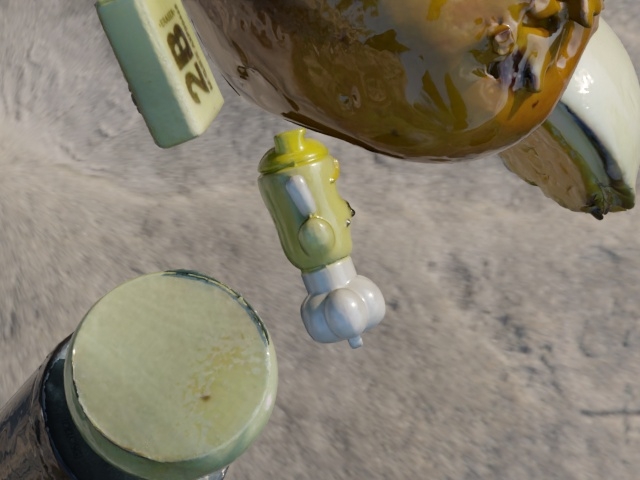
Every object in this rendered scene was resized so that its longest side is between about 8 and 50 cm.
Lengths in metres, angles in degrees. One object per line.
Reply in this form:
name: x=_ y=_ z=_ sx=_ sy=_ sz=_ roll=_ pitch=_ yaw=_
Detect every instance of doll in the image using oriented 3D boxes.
doll: x=0.000 y=0.000 z=1.047 sx=0.062 sy=0.106 sz=0.162 roll=-17 pitch=95 yaw=2

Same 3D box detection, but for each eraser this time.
eraser: x=-0.167 y=-0.196 z=1.560 sx=0.058 sy=0.117 sz=0.172 roll=-16 pitch=111 yaw=19

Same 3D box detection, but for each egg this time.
egg: x=0.275 y=-0.170 z=1.644 sx=0.174 sy=0.286 sz=0.264 roll=-40 pitch=135 yaw=-7

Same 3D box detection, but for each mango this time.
mango: x=0.032 y=-0.132 z=0.838 sx=0.201 sy=0.287 sz=0.153 roll=-1 pitch=105 yaw=-32

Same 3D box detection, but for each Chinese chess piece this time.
Chinese chess piece: x=-0.131 y=0.120 z=1.304 sx=0.188 sy=0.083 sz=0.188 roll=1 pitch=67 yaw=-3

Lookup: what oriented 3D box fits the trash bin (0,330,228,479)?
trash bin: x=-0.242 y=0.231 z=1.496 sx=0.252 sy=0.301 sz=0.203 roll=-15 pitch=72 yaw=-41
